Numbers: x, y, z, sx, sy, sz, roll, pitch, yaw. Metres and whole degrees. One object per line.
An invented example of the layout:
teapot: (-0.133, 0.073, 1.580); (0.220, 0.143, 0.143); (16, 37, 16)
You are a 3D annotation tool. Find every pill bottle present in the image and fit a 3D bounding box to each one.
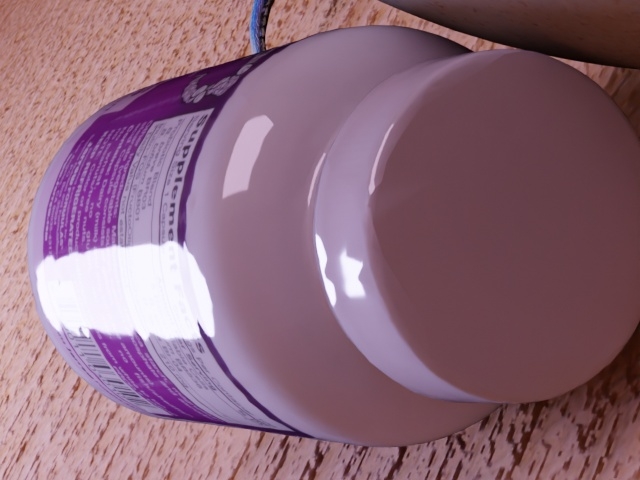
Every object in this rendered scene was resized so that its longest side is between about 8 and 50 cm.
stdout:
pill bottle: (0.000, 0.000, 0.732); (0.301, 0.169, 0.169); (-4, 52, 61)

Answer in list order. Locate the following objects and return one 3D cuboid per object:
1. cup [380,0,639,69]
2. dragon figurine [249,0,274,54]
cup: (0.140, -0.190, 0.614); (0.331, 0.331, 0.237); (-50, 48, 7)
dragon figurine: (0.025, -0.244, 1.165); (0.144, 0.085, 0.289); (-22, 35, 52)
